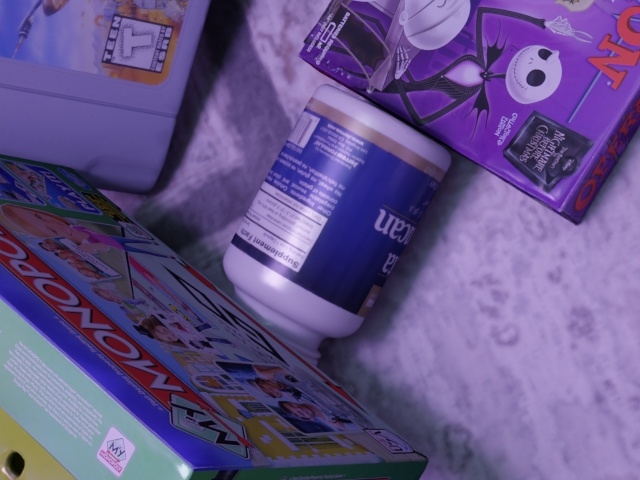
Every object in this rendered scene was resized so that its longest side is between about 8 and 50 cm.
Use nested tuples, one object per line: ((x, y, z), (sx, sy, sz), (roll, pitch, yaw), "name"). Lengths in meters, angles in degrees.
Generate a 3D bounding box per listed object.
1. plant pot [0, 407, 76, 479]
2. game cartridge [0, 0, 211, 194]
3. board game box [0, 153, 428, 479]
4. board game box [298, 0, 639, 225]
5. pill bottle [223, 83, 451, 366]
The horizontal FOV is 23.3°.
((-0.156, 0.147, 0.911), (0.228, 0.227, 0.207), (35, 101, 26), "plant pot")
((-0.156, -0.179, 0.956), (0.062, 0.198, 0.297), (30, 109, 46), "game cartridge")
((-0.116, 0.043, 0.818), (0.317, 0.213, 0.046), (37, 103, 30), "board game box")
((0.158, -0.208, 0.934), (0.208, 0.056, 0.347), (33, 93, 22), "board game box")
((0.000, 0.000, 0.935), (0.094, 0.094, 0.169), (31, 93, 27), "pill bottle")
